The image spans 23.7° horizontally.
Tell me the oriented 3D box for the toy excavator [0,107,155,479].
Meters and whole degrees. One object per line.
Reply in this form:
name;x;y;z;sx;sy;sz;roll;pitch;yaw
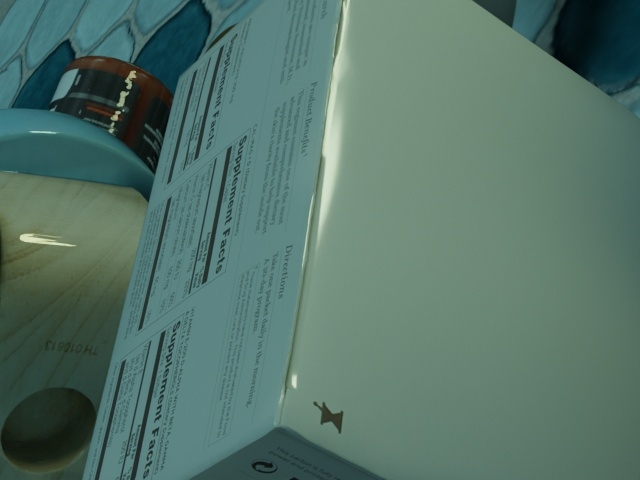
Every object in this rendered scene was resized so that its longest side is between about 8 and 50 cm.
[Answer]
toy excavator;-0.258;0.079;1.039;0.445;0.222;0.433;49;125;52

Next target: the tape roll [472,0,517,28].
tape roll;0.048;-0.162;0.898;0.219;0.072;0.219;-178;90;-77

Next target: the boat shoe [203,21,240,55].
boat shoe;-0.073;-0.008;1.057;0.104;0.089;0.285;30;94;38

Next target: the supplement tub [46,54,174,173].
supplement tub;-0.199;-0.050;1.284;0.106;0.106;0.198;-18;48;54

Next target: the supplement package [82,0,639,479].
supplement package;0.035;0.035;0.671;0.145;0.204;0.262;-34;36;42
